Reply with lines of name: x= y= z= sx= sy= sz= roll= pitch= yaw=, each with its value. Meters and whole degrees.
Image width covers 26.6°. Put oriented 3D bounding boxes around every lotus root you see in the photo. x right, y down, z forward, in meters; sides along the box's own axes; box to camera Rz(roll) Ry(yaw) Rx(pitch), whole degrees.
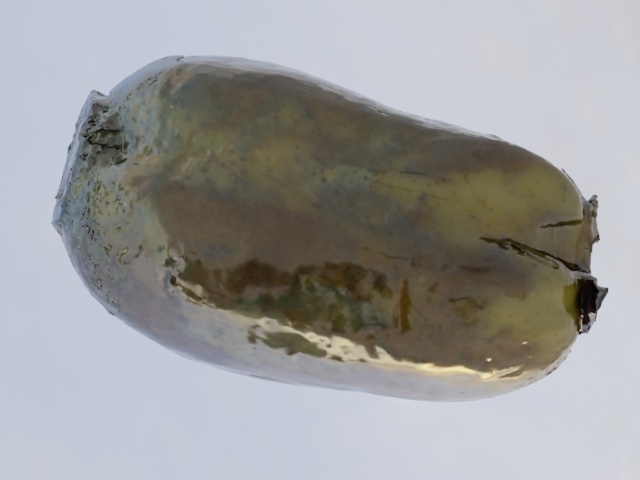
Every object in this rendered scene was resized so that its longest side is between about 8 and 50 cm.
lotus root: x=0.000 y=0.000 z=0.682 sx=0.275 sy=0.160 sz=0.152 roll=16 pitch=-98 yaw=-4
